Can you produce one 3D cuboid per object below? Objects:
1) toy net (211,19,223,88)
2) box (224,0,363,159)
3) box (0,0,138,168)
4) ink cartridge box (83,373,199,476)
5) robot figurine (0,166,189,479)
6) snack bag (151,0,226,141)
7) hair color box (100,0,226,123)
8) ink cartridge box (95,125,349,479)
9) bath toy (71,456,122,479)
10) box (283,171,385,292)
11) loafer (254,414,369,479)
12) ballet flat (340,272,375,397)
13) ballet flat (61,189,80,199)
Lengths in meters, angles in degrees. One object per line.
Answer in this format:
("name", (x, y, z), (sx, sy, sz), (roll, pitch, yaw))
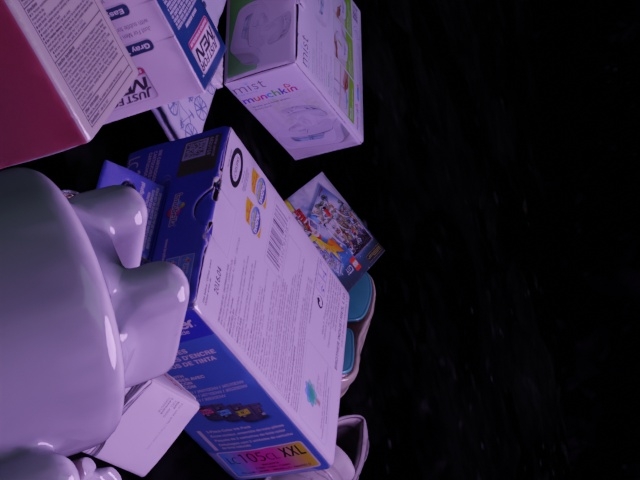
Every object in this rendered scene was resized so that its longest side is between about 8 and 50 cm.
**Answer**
("toy net", (-0.165, -0.304, 1.518), (0.122, 0.045, 0.232), (-47, 126, -67))
("box", (-0.034, -0.297, 1.826), (0.231, 0.127, 0.261), (42, 40, -52))
("box", (-0.300, -0.209, 1.161), (0.232, 0.127, 0.148), (63, 26, -27))
("ink cartridge box", (-0.234, 0.111, 1.080), (0.092, 0.160, 0.219), (-52, 143, -4))
("robot figurine", (-0.266, 0.072, 0.785), (0.300, 0.354, 0.199), (57, -31, 31))
("snack bag", (-0.202, -0.329, 1.540), (0.342, 0.037, 0.323), (-81, 153, -43))
("hair color box", (-0.256, -0.296, 1.250), (0.105, 0.174, 0.347), (-73, 143, -52))
("ink cartridge box", (-0.118, 0.061, 1.399), (0.395, 0.151, 0.270), (57, 29, -42))
("bath toy", (-0.264, 0.242, 0.994), (0.348, 0.129, 0.151), (46, 23, -53))
("box", (0.000, 0.000, 1.776), (0.159, 0.044, 0.233), (52, 26, -2))
("loafer", (-0.016, 0.301, 1.523), (0.112, 0.111, 0.319), (33, 19, 7))
("ballet flat", (0.032, 0.145, 1.813), (0.086, 0.086, 0.248), (62, 28, -30))
("ballet flat", (-0.280, 0.002, 1.172), (0.070, 0.070, 0.188), (65, 25, -25))
